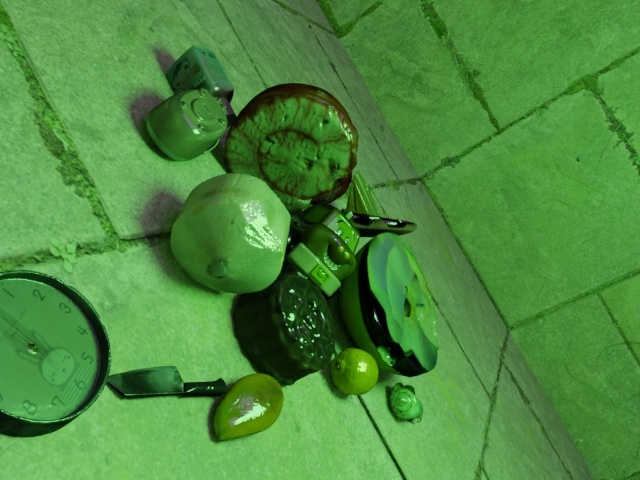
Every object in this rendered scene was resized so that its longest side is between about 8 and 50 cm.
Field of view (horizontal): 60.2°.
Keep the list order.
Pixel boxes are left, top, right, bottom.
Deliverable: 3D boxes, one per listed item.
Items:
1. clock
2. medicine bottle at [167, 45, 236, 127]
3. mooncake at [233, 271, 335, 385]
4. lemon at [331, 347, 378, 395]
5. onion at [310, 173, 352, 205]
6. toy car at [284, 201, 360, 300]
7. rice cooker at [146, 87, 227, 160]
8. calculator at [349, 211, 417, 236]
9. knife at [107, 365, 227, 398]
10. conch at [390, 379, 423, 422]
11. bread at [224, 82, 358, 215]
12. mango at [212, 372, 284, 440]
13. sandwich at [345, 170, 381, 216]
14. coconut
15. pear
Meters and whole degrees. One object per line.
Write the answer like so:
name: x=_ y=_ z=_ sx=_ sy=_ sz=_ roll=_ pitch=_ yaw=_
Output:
clock: x=-0.368 y=0.137 z=0.705 sx=0.215 sy=0.042 sz=0.215 roll=44 pitch=28 yaw=-31
medicine bottle: x=-0.285 y=-0.368 z=1.370 sx=0.094 sy=0.119 sz=0.188 roll=-14 pitch=74 yaw=-60
mooncake: x=-0.063 y=0.179 z=1.157 sx=0.228 sy=0.124 sz=0.228 roll=45 pitch=28 yaw=-32
lemon: x=0.079 y=0.308 z=1.300 sx=0.133 sy=0.109 sz=0.109 roll=26 pitch=39 yaw=-41
onion: x=-0.003 y=-0.227 z=1.640 sx=0.252 sy=0.219 sz=0.252 roll=33 pitch=34 yaw=-26
toy car: x=0.000 y=0.000 z=1.312 sx=0.204 sy=0.198 sz=0.248 roll=47 pitch=-6 yaw=-25
rice cooker: x=-0.291 y=-0.258 z=1.224 sx=0.145 sy=0.127 sz=0.206 roll=56 pitch=32 yaw=-10
calculator: x=0.112 y=-0.040 z=1.552 sx=0.329 sy=0.220 sz=0.048 roll=5 pitch=80 yaw=-19
knife: x=-0.243 y=0.225 z=0.879 sx=0.230 sy=0.028 sz=0.060 roll=18 pitch=34 yaw=-53
conch: x=0.239 y=0.442 z=1.512 sx=0.170 sy=0.079 sz=0.106 roll=53 pitch=25 yaw=-54
bread: x=-0.075 y=-0.228 z=1.361 sx=0.295 sy=0.327 sz=0.114 roll=48 pitch=27 yaw=-17
mango: x=-0.124 y=0.293 z=0.981 sx=0.187 sy=0.066 sz=0.101 roll=-17 pitch=76 yaw=-59
sandwich: x=0.090 y=-0.100 z=1.728 sx=0.187 sy=0.144 sz=0.117 roll=64 pitch=21 yaw=-13
coconut: x=-0.167 y=-0.008 z=1.070 sx=0.241 sy=0.241 sz=0.241 roll=44 pitch=27 yaw=-30
pear: x=0.168 y=0.188 z=1.519 sx=0.399 sy=0.165 sz=0.399 roll=34 pitch=45 yaw=-43
